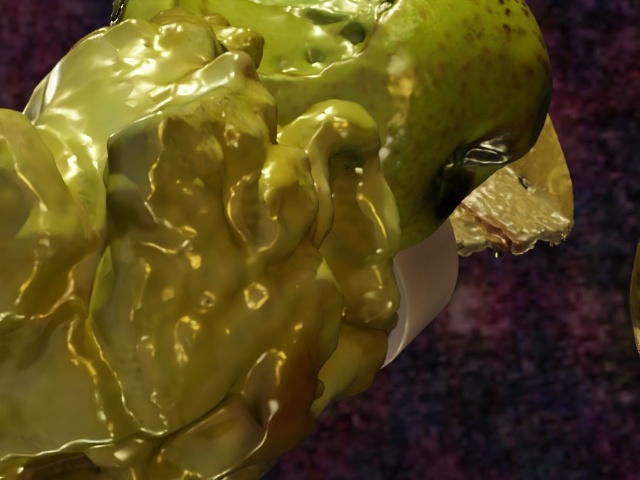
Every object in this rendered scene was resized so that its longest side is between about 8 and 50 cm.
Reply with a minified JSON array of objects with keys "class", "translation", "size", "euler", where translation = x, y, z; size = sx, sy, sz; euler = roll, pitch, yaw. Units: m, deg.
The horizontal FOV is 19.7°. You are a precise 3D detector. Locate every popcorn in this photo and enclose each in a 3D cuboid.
[{"class":"popcorn","translation":[-0.092,0.013,0.865],"size":[0.237,0.293,0.293],"euler":[55,144,13]}]

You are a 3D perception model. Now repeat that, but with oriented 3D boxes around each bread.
[{"class":"bread","translation":[0.092,-0.050,1.523],"size":[0.240,0.135,0.178],"euler":[-19,95,61]}]

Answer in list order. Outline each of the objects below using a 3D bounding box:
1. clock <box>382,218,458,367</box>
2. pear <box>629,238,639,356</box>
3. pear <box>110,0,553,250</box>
[{"class":"clock","translation":[0.000,0.000,1.327],"size":[0.197,0.068,0.197],"euler":[25,137,25]},{"class":"pear","translation":[0.272,0.029,1.040],"size":[0.211,0.188,0.228],"euler":[-119,31,-71]},{"class":"pear","translation":[0.005,-0.092,1.136],"size":[0.255,0.238,0.164],"euler":[16,139,14]}]
